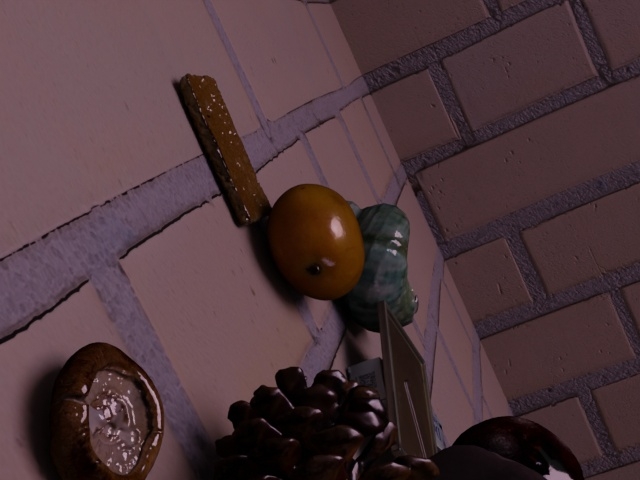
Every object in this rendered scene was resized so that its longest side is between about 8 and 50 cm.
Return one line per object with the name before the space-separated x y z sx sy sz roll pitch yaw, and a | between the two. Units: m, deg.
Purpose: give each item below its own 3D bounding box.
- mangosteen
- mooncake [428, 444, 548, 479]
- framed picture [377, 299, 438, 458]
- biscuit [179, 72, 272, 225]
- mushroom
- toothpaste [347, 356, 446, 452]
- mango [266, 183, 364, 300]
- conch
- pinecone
mangosteen | 0.378 0.486 1.573 0.297 0.293 0.297 -172 -90 -83
mooncake | 0.162 0.396 0.952 0.306 0.306 0.154 -96 159 -48
framed picture | 0.152 0.272 1.402 0.289 0.016 0.213 -93 157 -43
biscuit | -0.138 -0.133 1.212 0.231 0.025 0.131 66 14 -2
mushroom | -0.170 0.140 0.646 0.123 0.052 0.123 50 30 -43
toothpaste | 0.145 0.311 1.478 0.336 0.067 0.081 49 26 -50
mango | 0.000 0.006 1.279 0.254 0.139 0.176 31 49 -76
conch | 0.091 0.033 1.521 0.277 0.195 0.220 46 -17 6
pinecone | 0.009 0.243 0.774 0.246 0.246 0.292 53 12 -42
